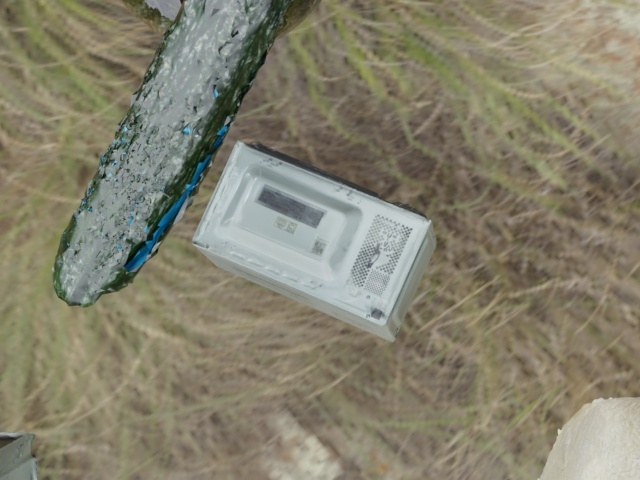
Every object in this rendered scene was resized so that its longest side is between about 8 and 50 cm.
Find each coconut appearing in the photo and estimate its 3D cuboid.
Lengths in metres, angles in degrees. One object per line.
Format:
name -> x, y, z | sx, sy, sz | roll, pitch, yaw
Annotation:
coconut -> 0.308, 0.257, 1.445 | 0.245, 0.247, 0.245 | 5, 119, 9

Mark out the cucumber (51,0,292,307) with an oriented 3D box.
cucumber -> -0.038, -0.084, 0.624 | 0.044, 0.043, 0.257 | 33, 100, 29

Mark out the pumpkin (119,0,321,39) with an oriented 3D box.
pumpkin -> -0.095, -0.284, 1.410 | 0.238, 0.238, 0.159 | 49, 137, 6

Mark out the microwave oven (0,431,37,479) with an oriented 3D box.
microwave oven -> -0.344, 0.236, 1.029 | 0.295, 0.181, 0.237 | -1, 95, 8

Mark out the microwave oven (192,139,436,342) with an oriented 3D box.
microwave oven -> 0.000, 0.000, 1.576 | 0.208, 0.162, 0.122 | 23, 82, 10
